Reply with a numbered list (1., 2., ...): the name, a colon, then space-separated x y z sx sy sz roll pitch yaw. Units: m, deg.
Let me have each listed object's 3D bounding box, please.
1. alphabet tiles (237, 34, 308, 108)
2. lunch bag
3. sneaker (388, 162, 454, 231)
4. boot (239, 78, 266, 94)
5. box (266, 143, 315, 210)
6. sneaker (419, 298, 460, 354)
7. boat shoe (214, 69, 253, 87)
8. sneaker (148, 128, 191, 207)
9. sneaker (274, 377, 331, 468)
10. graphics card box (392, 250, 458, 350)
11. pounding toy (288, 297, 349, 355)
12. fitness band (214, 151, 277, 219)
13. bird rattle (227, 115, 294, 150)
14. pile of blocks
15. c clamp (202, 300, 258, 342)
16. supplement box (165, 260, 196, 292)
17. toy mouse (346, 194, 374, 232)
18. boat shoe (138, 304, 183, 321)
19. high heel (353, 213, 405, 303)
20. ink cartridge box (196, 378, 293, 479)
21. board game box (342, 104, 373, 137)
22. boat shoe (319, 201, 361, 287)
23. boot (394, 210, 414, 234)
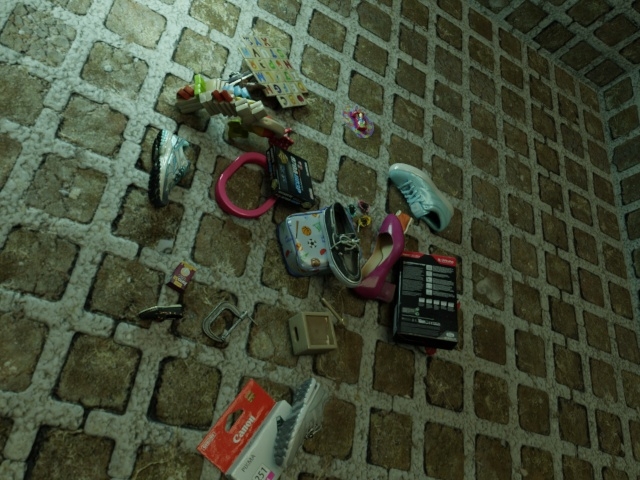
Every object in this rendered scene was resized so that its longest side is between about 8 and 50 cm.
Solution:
1. alphabet tiles: -0.186 -0.687 2.150 0.285 0.011 0.342 -26 84 -54
2. lunch bag: 0.000 0.000 1.946 0.304 0.115 0.243 -8 71 -34
3. sneaker: 0.430 -0.180 2.285 0.366 0.135 0.150 38 51 -12
4. boot: -0.268 -0.549 2.024 0.107 0.037 0.114 13 105 -6
5. box: -0.112 -0.234 1.966 0.175 0.051 0.220 21 45 -38
6. sneaker: 0.478 0.343 2.116 0.279 0.107 0.118 -44 105 -29
7. boat shoe: -0.327 -0.627 2.042 0.206 0.075 0.065 -40 96 -33
8. sneaker: -0.486 -0.234 1.744 0.122 0.110 0.282 14 62 -31
9. sneaker: -0.042 0.558 1.598 0.115 0.105 0.281 39 53 -13
10. graphics card box: 0.404 0.225 2.041 0.233 0.094 0.370 8 55 -2
11. pounding toy: -0.004 0.296 1.827 0.206 0.094 0.180 9 59 -40
12. fitness band: -0.251 -0.196 1.909 0.209 0.054 0.290 42 52 -9
13. bird rattle: -0.211 -0.404 1.946 0.254 0.207 0.143 25 86 -15
14. pile of blocks: -0.352 -0.507 1.828 0.363 0.112 0.148 14 74 18
15. c clamp: -0.293 0.266 1.694 0.137 0.022 0.161 51 52 -3
16. supplement box: -0.436 0.114 1.658 0.055 0.043 0.083 35 55 -17
17. toy mouse: 0.150 -0.121 2.144 0.161 0.031 0.143 -36 91 -38
18. boat shoe: -0.474 0.221 1.581 0.133 0.049 0.042 -1 62 -38
19. high heel: 0.221 0.046 2.048 0.181 0.127 0.376 23 61 -33
20. ink cartridge box: -0.191 0.590 1.591 0.239 0.060 0.275 46 53 -8
21. board game box: 0.175 -0.533 2.345 0.169 0.033 0.133 42 53 -9
22. boat shoe: 0.087 0.010 1.854 0.113 0.105 0.306 1 65 -30
23. boot: 0.328 -0.062 2.220 0.085 0.059 0.158 41 45 -7
